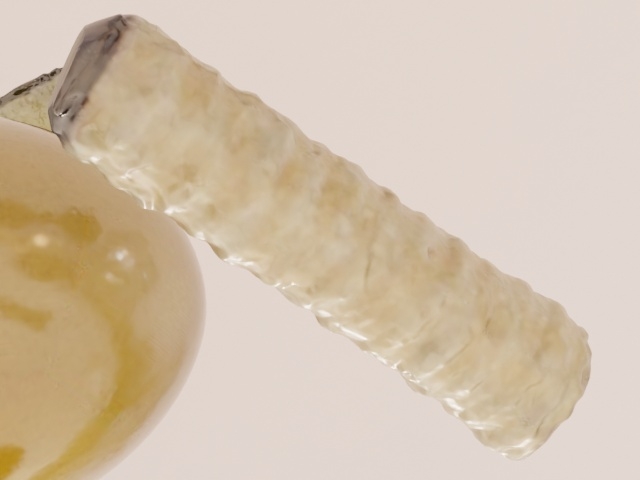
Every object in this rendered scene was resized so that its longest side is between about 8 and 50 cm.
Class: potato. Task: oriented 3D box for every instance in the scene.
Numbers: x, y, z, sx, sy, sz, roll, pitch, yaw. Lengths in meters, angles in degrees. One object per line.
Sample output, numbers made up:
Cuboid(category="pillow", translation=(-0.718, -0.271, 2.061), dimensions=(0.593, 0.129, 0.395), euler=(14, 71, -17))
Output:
Cuboid(category="potato", translation=(-0.177, -0.063, 1.164), dimensions=(0.061, 0.086, 0.122), euler=(57, -10, 16))

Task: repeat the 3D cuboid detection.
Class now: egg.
Cuboid(category="egg", translation=(-0.225, 0.048, 0.982), dimensions=(0.322, 0.250, 0.250), euler=(-11, -62, -1))

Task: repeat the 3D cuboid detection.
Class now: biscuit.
Cuboid(category="biscuit", translation=(0.000, 0.000, 0.607), dimensions=(0.219, 0.055, 0.061), euler=(33, -84, -15))
